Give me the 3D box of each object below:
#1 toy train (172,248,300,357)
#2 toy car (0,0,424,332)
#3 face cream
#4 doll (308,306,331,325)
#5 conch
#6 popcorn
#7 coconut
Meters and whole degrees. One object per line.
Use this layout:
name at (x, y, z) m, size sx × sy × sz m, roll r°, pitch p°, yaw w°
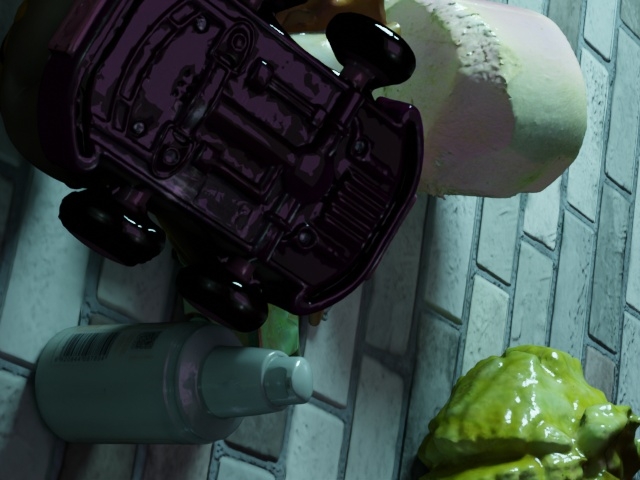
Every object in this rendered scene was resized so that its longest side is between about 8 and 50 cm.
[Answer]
toy train at (-0.078, 0.043, 1.447) m, size 0.072 × 0.099 × 0.188 m, roll -6°, pitch 92°, yaw -53°
toy car at (-0.101, -0.097, 1.269) m, size 0.340 × 0.240 × 0.271 m, roll 36°, pitch 81°, yaw -32°
face cream at (-0.109, 0.114, 1.267) m, size 0.101 × 0.251 × 0.101 m, roll 8°, pitch 80°, yaw -53°
doll at (0.000, 0.000, 1.576) m, size 0.217 × 0.085 × 0.183 m, roll -49°, pitch 138°, yaw -59°
conch at (-0.050, -0.147, 1.462) m, size 0.255 × 0.127 × 0.158 m, roll -17°, pitch 67°, yaw -23°
popcorn at (0.228, 0.246, 1.737) m, size 0.258 × 0.270 × 0.224 m, roll -38°, pitch 123°, yaw 2°
coconut at (0.164, -0.151, 1.713) m, size 0.245 × 0.233 × 0.233 m, roll 5°, pitch 82°, yaw -46°
